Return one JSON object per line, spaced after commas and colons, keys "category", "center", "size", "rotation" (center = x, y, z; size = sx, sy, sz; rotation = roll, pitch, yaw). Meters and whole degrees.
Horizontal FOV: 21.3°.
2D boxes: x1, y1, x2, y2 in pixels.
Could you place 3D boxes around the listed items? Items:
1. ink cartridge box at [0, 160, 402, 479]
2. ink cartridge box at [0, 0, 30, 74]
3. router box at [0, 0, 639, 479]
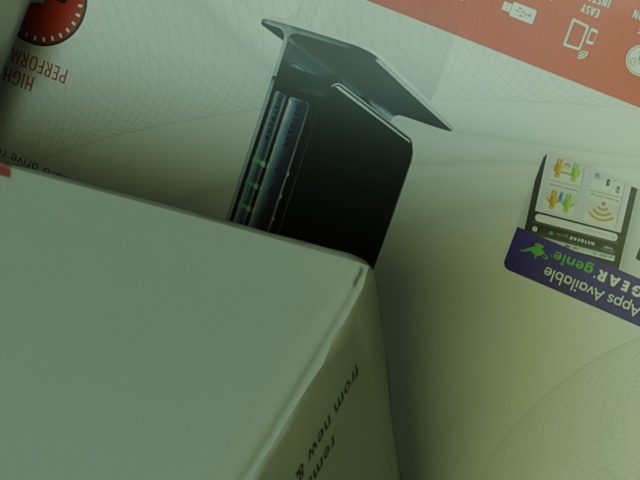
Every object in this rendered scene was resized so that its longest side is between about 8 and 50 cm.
{"category": "ink cartridge box", "center": [-0.116, 0.157, 0.626], "size": [0.279, 0.160, 0.385], "rotation": [14, 139, 22]}
{"category": "ink cartridge box", "center": [-0.237, -0.194, 0.670], "size": [0.309, 0.130, 0.272], "rotation": [38, 113, 31]}
{"category": "router box", "center": [0.000, 0.000, 0.698], "size": [0.335, 0.082, 0.301], "rotation": [23, 107, 14]}
